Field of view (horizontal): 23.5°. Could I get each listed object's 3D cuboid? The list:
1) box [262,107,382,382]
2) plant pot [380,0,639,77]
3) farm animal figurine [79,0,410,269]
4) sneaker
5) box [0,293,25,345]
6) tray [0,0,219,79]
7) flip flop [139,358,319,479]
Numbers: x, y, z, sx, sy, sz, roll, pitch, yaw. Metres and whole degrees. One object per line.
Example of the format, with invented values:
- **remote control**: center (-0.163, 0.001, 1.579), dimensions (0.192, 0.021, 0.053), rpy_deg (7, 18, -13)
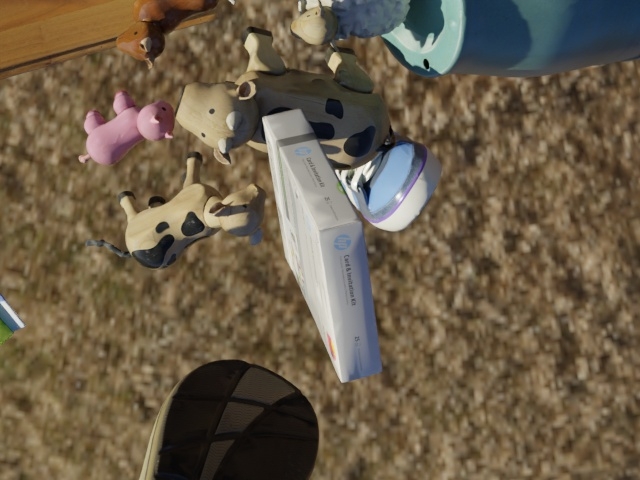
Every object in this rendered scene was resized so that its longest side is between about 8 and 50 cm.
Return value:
- **box**: center (0.000, 0.000, 1.229), dimensions (0.038, 0.186, 0.145), rpy_deg (-14, 124, -7)
- **plant pot**: center (0.193, -0.283, 1.573), dimensions (0.255, 0.271, 0.272), rpy_deg (-20, 136, -26)
- **farm animal figurine**: center (-0.074, -0.113, 1.543), dimensions (0.326, 0.172, 0.330), rpy_deg (-5, 127, -12)
- **sneaker**: center (0.017, -0.135, 2.120), dimensions (0.236, 0.323, 0.130), rpy_deg (31, 97, -18)
- **box**: center (-0.356, 0.066, 1.415), dimensions (0.178, 0.042, 0.109), rpy_deg (-19, 113, 49)
- **tray**: center (-0.354, -0.331, 1.973), dimensions (0.411, 0.076, 0.203), rpy_deg (-16, 116, -3)
- **flip flop**: center (-0.079, 0.193, 0.999), dimensions (0.112, 0.277, 0.080), rpy_deg (26, 141, -13)
